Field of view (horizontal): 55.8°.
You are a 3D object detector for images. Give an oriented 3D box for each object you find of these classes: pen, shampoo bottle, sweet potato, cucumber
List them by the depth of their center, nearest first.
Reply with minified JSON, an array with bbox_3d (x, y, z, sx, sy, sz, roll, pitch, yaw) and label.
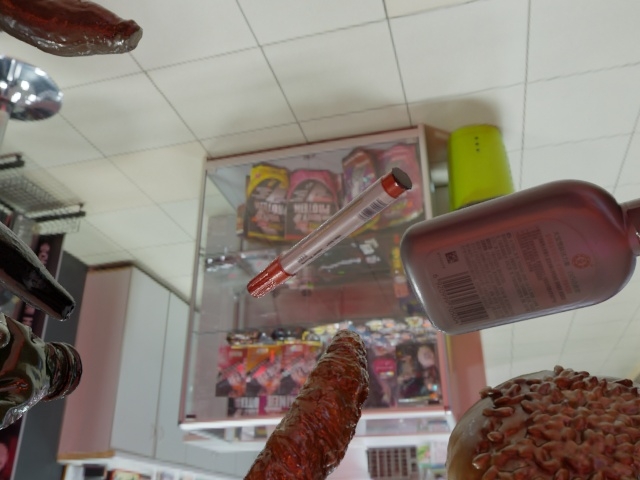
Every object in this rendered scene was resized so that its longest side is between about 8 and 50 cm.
[{"bbox_3d":[-0.190,0.001,0.339,0.033,0.034,0.135,6,150,37],"label":"cucumber"},{"bbox_3d":[0.132,0.005,0.346,0.165,0.040,0.080,-19,109,26],"label":"shampoo bottle"},{"bbox_3d":[0.000,0.000,0.615,0.028,0.028,0.239,20,139,-35],"label":"pen"},{"bbox_3d":[-0.357,-0.303,0.771,0.286,0.112,0.085,28,-161,16],"label":"sweet potato"}]

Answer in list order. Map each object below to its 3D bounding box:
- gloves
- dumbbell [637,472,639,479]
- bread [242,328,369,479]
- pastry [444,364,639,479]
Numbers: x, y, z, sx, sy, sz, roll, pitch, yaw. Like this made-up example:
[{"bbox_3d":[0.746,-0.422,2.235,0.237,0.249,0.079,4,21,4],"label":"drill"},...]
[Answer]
[{"bbox_3d":[-0.360,0.144,0.667,0.107,0.135,0.268,-11,165,-1],"label":"gloves"},{"bbox_3d":[0.130,0.155,0.299,0.118,0.046,0.052,-30,168,15],"label":"dumbbell"},{"bbox_3d":[-0.005,0.190,0.605,0.076,0.233,0.105,33,142,8],"label":"bread"},{"bbox_3d":[0.370,0.325,0.807,0.410,0.409,0.245,0,121,-1],"label":"pastry"}]
